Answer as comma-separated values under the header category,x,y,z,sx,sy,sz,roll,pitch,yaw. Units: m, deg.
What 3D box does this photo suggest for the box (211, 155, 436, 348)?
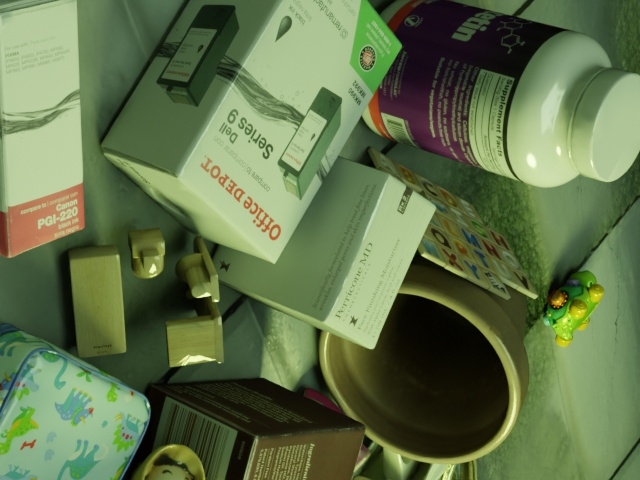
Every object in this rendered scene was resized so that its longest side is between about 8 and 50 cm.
category,x,y,z,sx,sy,sz,roll,pitch,yaw
box,0.000,0.000,1.759,0.119,0.182,0.181,30,83,-54

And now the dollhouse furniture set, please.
category,x,y,z,sx,sy,sz,roll,pitch,yaw
dollhouse furniture set,-0.191,0.048,1.671,0.151,0.123,0.144,-7,117,-12

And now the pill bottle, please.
category,x,y,z,sx,sy,sz,roll,pitch,yaw
pill bottle,0.210,-0.170,1.825,0.181,0.323,0.181,-27,126,-43

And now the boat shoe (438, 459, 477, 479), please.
category,x,y,z,sx,sy,sz,roll,pitch,yaw
boat shoe,0.182,0.385,2.248,0.109,0.091,0.305,-40,134,-34

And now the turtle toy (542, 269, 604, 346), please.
category,x,y,z,sx,sy,sz,roll,pitch,yaw
turtle toy,0.383,0.094,2.385,0.130,0.066,0.095,-38,157,-39

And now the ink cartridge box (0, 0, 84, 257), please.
category,x,y,z,sx,sy,sz,roll,pitch,yaw
ink cartridge box,-0.287,-0.117,1.359,0.092,0.158,0.218,-24,125,-42

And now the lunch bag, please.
category,x,y,z,sx,sy,sz,roll,pitch,yaw
lunch bag,-0.282,0.195,1.571,0.219,0.090,0.176,37,77,-53

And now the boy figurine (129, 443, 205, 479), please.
category,x,y,z,sx,sy,sz,roll,pitch,yaw
boy figurine,-0.162,0.334,1.603,0.285,0.177,0.092,-82,-162,-46

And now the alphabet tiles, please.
category,x,y,z,sx,sy,sz,roll,pitch,yaw
alphabet tiles,0.170,-0.008,1.934,0.237,0.198,0.009,26,117,-38

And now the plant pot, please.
category,x,y,z,sx,sy,sz,roll,pitch,yaw
plant pot,0.161,0.113,1.990,0.229,0.263,0.263,-49,142,-51

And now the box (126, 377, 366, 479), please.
category,x,y,z,sx,sy,sz,roll,pitch,yaw
box,-0.088,0.262,1.783,0.203,0.168,0.167,4,103,-52

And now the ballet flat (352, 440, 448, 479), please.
category,x,y,z,sx,sy,sz,roll,pitch,yaw
ballet flat,0.086,0.311,2.055,0.400,0.139,0.139,-57,142,-27

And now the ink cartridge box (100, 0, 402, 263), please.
category,x,y,z,sx,sy,sz,roll,pitch,yaw
ink cartridge box,-0.066,-0.151,1.653,0.289,0.121,0.211,-61,142,-11

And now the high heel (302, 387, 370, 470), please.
category,x,y,z,sx,sy,sz,roll,pitch,yaw
high heel,-0.057,0.300,1.947,0.244,0.082,0.117,-43,98,-8
